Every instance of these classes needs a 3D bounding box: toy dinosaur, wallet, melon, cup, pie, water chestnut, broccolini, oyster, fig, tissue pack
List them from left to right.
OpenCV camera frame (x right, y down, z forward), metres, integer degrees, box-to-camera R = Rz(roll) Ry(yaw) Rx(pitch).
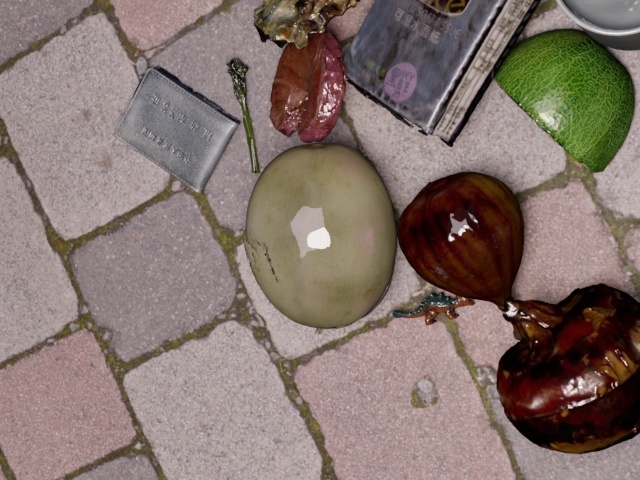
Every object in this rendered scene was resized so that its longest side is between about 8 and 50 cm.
[{"bbox_3d":[-0.279,-0.214,2.024,0.222,0.036,0.167,35,104,14],"label":"wallet"},{"bbox_3d":[-0.143,-0.233,1.979,0.042,0.044,0.218,-7,96,5],"label":"broccolini"},{"bbox_3d":[-0.025,-0.270,1.859,0.218,0.054,0.205,-3,80,61],"label":"pie"},{"bbox_3d":[-0.011,-0.435,1.837,0.198,0.092,0.259,27,60,39],"label":"oyster"},{"bbox_3d":[0.000,0.000,1.813,0.268,0.268,0.330,2,104,20],"label":"melon"},{"bbox_3d":[0.201,0.120,1.866,0.154,0.049,0.055,-12,92,15],"label":"toy dinosaur"},{"bbox_3d":[0.209,-0.372,1.764,0.259,0.122,0.361,43,109,38],"label":"tissue pack"},{"bbox_3d":[0.281,0.036,1.779,0.217,0.217,0.321,-33,105,19],"label":"fig"},{"bbox_3d":[0.409,-0.255,1.728,0.265,0.129,0.169,46,104,12],"label":"melon"},{"bbox_3d":[0.397,0.186,1.669,0.300,0.300,0.300,1,94,20],"label":"water chestnut"},{"bbox_3d":[0.465,-0.397,1.597,0.205,0.312,0.206,1,94,19],"label":"cup"}]
